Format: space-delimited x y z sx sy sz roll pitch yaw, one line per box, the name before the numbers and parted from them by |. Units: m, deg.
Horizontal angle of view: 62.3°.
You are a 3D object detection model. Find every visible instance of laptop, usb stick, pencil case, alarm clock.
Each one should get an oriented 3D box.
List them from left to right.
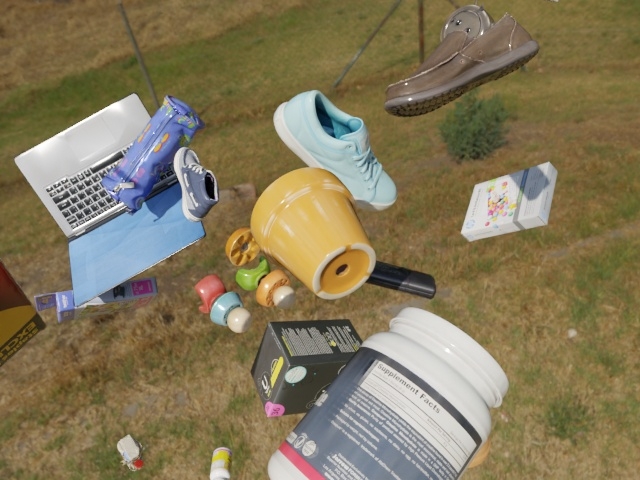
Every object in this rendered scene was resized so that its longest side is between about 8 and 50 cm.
laptop | -0.558 -0.118 1.386 0.381 0.408 0.236 -29 15 -1
pencil case | -0.422 -0.215 1.330 0.306 0.119 0.133 -50 8 5
usb stick | 0.135 0.077 1.219 0.277 0.045 0.077 15 33 -9
alarm clock | 0.353 -0.503 1.330 0.064 0.192 0.129 1 47 -48

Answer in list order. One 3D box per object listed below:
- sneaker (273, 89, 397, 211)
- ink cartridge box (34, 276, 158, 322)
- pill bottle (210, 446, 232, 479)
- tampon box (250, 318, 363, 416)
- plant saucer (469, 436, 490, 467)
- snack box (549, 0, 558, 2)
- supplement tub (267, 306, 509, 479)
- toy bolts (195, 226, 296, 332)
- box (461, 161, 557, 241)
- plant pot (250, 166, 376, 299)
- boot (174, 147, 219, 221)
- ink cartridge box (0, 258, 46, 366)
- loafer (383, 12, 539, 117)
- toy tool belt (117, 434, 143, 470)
sneaker | 0.067 -0.196 1.205 0.150 0.365 0.135 -20 44 51
ink cartridge box | -0.640 0.175 1.519 0.311 0.186 0.065 -6 75 -28
pill bottle | -0.211 0.486 1.126 0.043 0.043 0.083 -10 28 1
tampon box | -0.016 0.211 0.888 0.160 0.121 0.101 3 33 -30
plant saucer | 0.271 0.403 1.148 0.199 0.037 0.200 8 23 -4
snack box | 0.170 -0.268 0.452 0.022 0.064 0.178 4 42 -16
supplement tub | 0.086 0.239 0.656 0.191 0.191 0.272 28 67 37
toy bolts | -0.172 0.109 1.272 0.158 0.218 0.228 33 55 32
box | 0.404 -0.080 1.140 0.186 0.038 0.145 -17 42 52
plant pot | 0.000 0.000 0.975 0.205 0.205 0.188 -24 46 -15
boot | -0.262 -0.139 1.152 0.086 0.069 0.190 -35 61 36
ink cartridge box | -0.394 0.119 0.409 0.130 0.272 0.309 35 60 9
loafer | 0.297 -0.391 1.189 0.365 0.130 0.134 -24 -3 -4
toy tool belt | -0.419 0.480 1.181 0.052 0.051 0.083 -25 58 -35
